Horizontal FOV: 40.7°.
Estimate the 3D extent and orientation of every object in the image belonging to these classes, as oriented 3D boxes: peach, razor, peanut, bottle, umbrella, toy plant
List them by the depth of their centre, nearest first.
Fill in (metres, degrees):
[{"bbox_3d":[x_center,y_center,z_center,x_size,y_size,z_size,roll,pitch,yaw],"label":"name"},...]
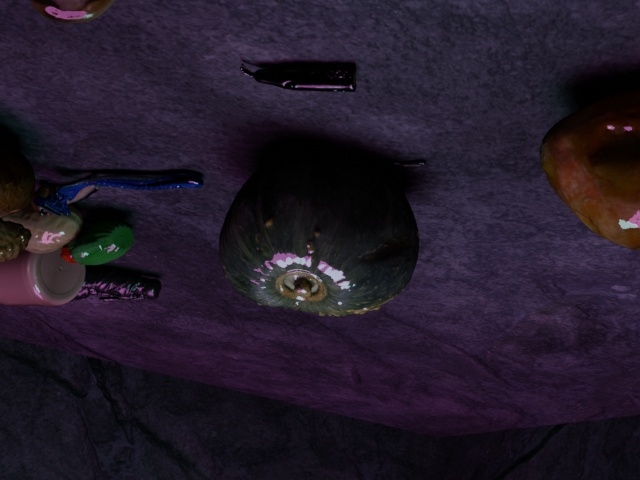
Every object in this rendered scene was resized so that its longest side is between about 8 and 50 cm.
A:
[{"bbox_3d":[0.404,-0.093,1.128,0.236,0.214,0.214,11,160,13],"label":"peach"},{"bbox_3d":[-0.372,-0.101,1.623,0.324,0.056,0.093,-8,166,13],"label":"razor"},{"bbox_3d":[-0.633,-0.036,1.830,0.275,0.111,0.125,7,140,10],"label":"peanut"},{"bbox_3d":[-0.481,0.006,1.877,0.155,0.088,0.240,-23,-174,-20],"label":"toy plant"},{"bbox_3d":[-0.728,0.058,2.062,0.297,0.173,0.206,-3,125,33],"label":"bottle"},{"bbox_3d":[-0.589,0.112,2.211,0.358,0.106,0.113,8,156,1],"label":"umbrella"}]

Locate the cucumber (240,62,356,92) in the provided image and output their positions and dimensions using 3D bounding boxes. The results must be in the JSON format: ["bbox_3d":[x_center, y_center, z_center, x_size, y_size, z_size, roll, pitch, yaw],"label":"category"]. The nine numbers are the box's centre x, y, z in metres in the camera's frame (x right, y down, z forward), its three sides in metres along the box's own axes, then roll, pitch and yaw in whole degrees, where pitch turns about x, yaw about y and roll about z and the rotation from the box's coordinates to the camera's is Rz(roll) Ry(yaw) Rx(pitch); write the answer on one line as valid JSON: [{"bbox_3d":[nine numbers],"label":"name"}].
[{"bbox_3d":[-0.030,-0.223,1.194,0.163,0.039,0.043,2,137,13],"label":"cucumber"}]

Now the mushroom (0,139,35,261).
[{"bbox_3d":[-0.678,-0.094,1.530,0.345,0.239,0.345,-15,157,-7],"label":"mushroom"}]

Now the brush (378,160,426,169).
[{"bbox_3d":[0.135,-0.125,1.425,0.083,0.008,0.024,-1,154,25],"label":"brush"}]

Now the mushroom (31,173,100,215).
[{"bbox_3d":[-0.500,-0.098,1.713,0.187,0.061,0.060,-16,141,27],"label":"mushroom"}]

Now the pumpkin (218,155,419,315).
[{"bbox_3d":[0.000,0.000,1.460,0.328,0.257,0.291,21,145,-13],"label":"pumpkin"}]

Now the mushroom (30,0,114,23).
[{"bbox_3d":[-0.310,-0.358,0.880,0.159,0.122,0.328,41,168,21],"label":"mushroom"}]
